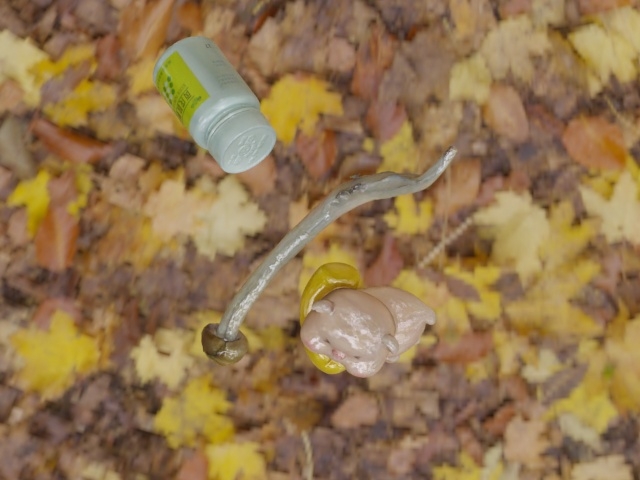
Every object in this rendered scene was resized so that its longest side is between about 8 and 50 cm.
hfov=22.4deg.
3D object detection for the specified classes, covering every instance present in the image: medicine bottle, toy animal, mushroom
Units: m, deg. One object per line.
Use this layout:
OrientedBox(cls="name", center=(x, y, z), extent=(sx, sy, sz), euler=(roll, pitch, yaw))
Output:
OrientedBox(cls="medicine bottle", center=(-0.065, -0.084, 0.996), extent=(0.047, 0.083, 0.047), euler=(-27, 150, -17))
OrientedBox(cls="toy animal", center=(0.033, 0.078, 1.298), extent=(0.114, 0.082, 0.091), euler=(22, 104, -19))
OrientedBox(cls="mushroom", center=(0.002, 0.000, 1.279), extent=(0.043, 0.068, 0.306), euler=(4, 141, -48))
